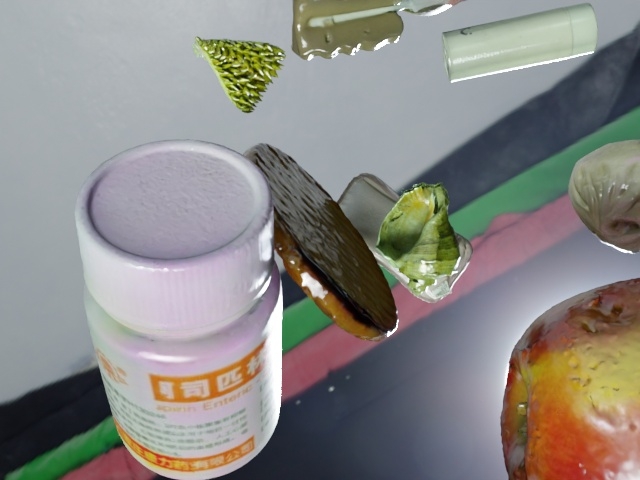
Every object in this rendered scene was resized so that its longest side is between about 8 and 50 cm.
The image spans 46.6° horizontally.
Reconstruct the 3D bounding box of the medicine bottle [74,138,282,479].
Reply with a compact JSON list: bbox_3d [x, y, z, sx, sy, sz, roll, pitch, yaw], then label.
[{"bbox_3d":[-0.152,0.092,0.861,0.219,0.388,0.219,2,-136,-2],"label":"medicine bottle"}]

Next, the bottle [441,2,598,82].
[{"bbox_3d":[0.273,-0.274,1.031,0.202,0.072,0.072,-11,-154,8],"label":"bottle"}]

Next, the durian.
[{"bbox_3d":[-0.097,-0.211,0.878,0.086,0.100,0.215,-53,-174,8],"label":"durian"}]

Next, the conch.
[{"bbox_3d":[0.102,-0.002,0.774,0.089,0.121,0.074,6,179,-1],"label":"conch"}]

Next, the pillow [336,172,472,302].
[{"bbox_3d":[0.125,-0.004,1.186,0.130,0.233,0.038,-56,176,-14],"label":"pillow"}]

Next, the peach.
[{"bbox_3d":[0.427,0.202,0.851,0.417,0.352,0.339,3,170,9],"label":"peach"}]

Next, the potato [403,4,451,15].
[{"bbox_3d":[0.216,-0.531,1.347,0.251,0.174,0.159,-43,-157,34],"label":"potato"}]

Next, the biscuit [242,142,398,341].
[{"bbox_3d":[0.000,0.000,1.007,0.040,0.318,0.318,-35,-159,15],"label":"biscuit"}]

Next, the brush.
[{"bbox_3d":[0.105,-0.280,0.882,0.301,0.084,0.071,-17,-143,-21],"label":"brush"}]

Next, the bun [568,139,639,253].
[{"bbox_3d":[0.484,-0.054,1.164,0.179,0.193,0.128,-7,-149,45],"label":"bun"}]
